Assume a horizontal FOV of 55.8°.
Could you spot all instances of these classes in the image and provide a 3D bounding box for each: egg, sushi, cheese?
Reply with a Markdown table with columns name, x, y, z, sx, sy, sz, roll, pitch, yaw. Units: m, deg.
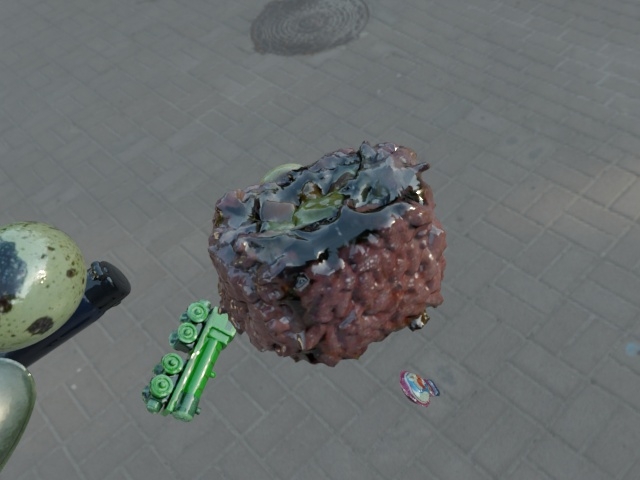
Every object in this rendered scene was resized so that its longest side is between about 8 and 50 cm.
| name | x | y | z | sx | sy | sz | roll | pitch | yaw |
| --- | --- | --- | --- | --- | --- | --- | --- | --- | --- |
| egg | -0.219 | 0.033 | 0.434 | 0.085 | 0.085 | 0.110 | 8 | 33 | 20 |
| sushi | 0.000 | 0.000 | 0.686 | 0.270 | 0.170 | 0.236 | -23 | 44 | -15 |
| cheese | 0.224 | 0.335 | 1.368 | 0.038 | 0.145 | 0.095 | -45 | 56 | 24 |

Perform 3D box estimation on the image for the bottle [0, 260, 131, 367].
| name | x | y | z | sx | sy | sz | roll | pitch | yaw |
| --- | --- | --- | --- | --- | --- | --- | --- | --- | --- |
| bottle | -0.384 | 0.119 | 0.852 | 0.244 | 0.082 | 0.072 | -35 | 55 | -4 |

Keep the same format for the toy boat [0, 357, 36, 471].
| name | x | y | z | sx | sy | sz | roll | pitch | yaw |
| --- | --- | --- | --- | --- | --- | --- | --- | --- | --- |
| toy boat | -0.244 | 0.149 | 0.276 | 0.260 | 0.078 | 0.085 | -43 | 10 | -15 |

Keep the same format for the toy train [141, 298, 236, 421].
| name | x | y | z | sx | sy | sz | roll | pitch | yaw |
| --- | --- | --- | --- | --- | --- | --- | --- | --- | --- |
| toy train | -0.253 | 0.234 | 1.188 | 0.119 | 0.085 | 0.251 | 30 | 54 | -14 |
